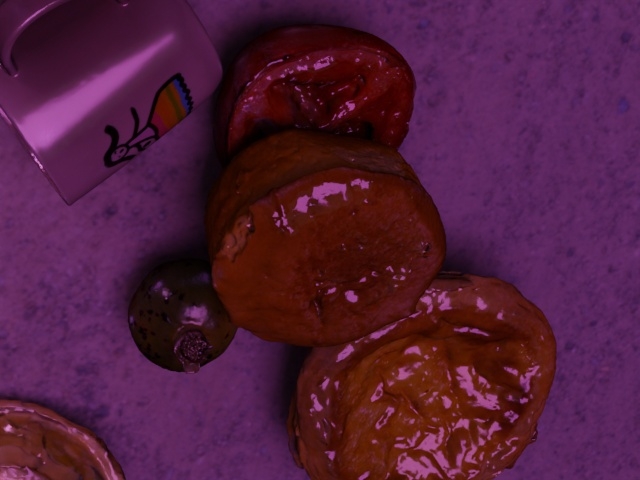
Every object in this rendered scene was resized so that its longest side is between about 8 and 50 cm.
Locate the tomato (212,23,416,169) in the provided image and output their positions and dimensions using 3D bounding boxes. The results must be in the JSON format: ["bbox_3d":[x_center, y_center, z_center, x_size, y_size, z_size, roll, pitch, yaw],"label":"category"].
[{"bbox_3d":[-0.022,-0.140,1.777,0.228,0.101,0.228,-16,133,-18],"label":"tomato"}]

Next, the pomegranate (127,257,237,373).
[{"bbox_3d":[-0.148,0.081,1.809,0.130,0.130,0.130,-9,117,-19],"label":"pomegranate"}]

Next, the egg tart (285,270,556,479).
[{"bbox_3d":[0.106,0.166,1.958,0.341,0.129,0.341,-10,119,-20],"label":"egg tart"}]

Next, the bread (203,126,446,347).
[{"bbox_3d":[0.000,0.000,1.750,0.268,0.146,0.268,-13,136,-13],"label":"bread"}]

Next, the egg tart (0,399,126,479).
[{"bbox_3d":[-0.336,0.324,1.789,0.315,0.120,0.315,0,88,-13],"label":"egg tart"}]

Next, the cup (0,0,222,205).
[{"bbox_3d":[-0.220,-0.179,1.596,0.200,0.191,0.253,-36,157,-7],"label":"cup"}]
